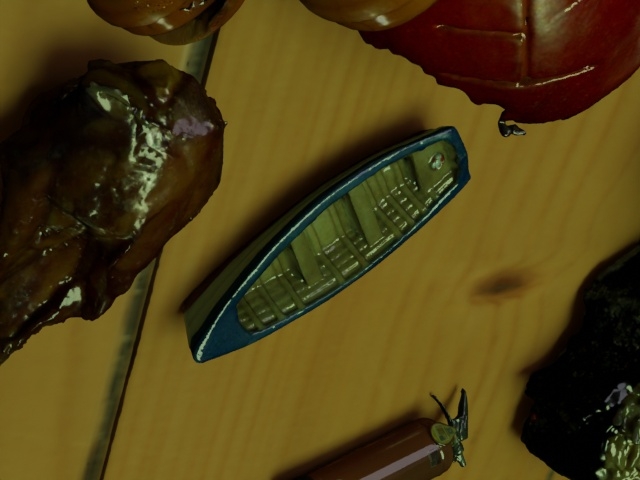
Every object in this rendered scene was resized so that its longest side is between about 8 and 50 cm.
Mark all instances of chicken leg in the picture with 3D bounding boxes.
[{"bbox_3d":[-0.166,0.023,0.825,0.113,0.093,0.304,31,105,-30],"label":"chicken leg"}]

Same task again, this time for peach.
[{"bbox_3d":[0.101,-0.165,0.829,0.196,0.190,0.226,-40,139,-15],"label":"peach"}]

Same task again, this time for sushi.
[{"bbox_3d":[0.255,0.110,1.207,0.147,0.115,0.212,18,107,-46],"label":"sushi"}]

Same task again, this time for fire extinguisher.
[{"bbox_3d":[0.048,0.170,1.127,0.177,0.050,0.062,-23,93,-28],"label":"fire extinguisher"}]

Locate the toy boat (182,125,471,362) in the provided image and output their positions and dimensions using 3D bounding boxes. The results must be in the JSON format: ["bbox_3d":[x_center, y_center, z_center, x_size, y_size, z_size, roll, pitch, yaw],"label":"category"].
[{"bbox_3d":[0.000,0.000,0.967,0.229,0.046,0.080,-37,137,-14],"label":"toy boat"}]

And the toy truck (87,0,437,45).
[{"bbox_3d":[-0.035,-0.216,0.639,0.204,0.288,0.211,38,67,-45],"label":"toy truck"}]
